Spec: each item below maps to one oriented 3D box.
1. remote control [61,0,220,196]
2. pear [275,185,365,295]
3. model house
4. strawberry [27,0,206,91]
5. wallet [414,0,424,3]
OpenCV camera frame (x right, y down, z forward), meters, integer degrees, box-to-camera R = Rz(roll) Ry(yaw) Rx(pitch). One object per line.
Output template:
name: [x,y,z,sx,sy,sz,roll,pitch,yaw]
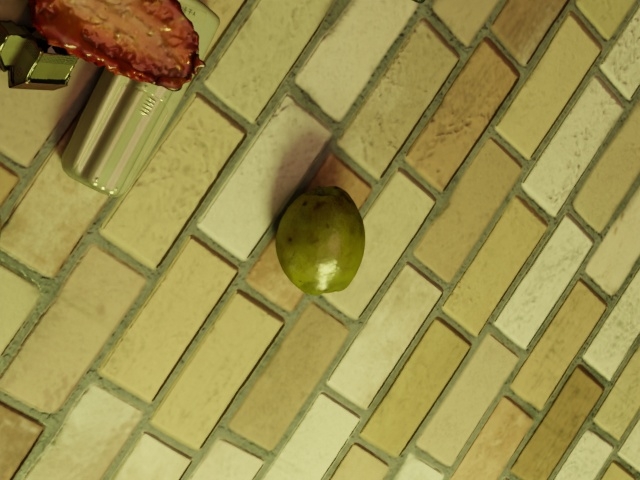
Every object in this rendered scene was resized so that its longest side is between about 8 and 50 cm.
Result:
remote control: [-0.188,-0.156,1.353,0.090,0.049,0.230,28,88,-41]
pear: [0.000,0.000,1.513,0.107,0.107,0.131,-11,101,-32]
model house: [-0.291,-0.180,1.275,0.083,0.057,0.058,-8,139,-53]
strawberry: [-0.208,-0.215,1.279,0.188,0.082,0.121,40,75,-21]
wallet: [0.044,-0.391,1.447,0.285,0.030,0.146,22,96,-37]
